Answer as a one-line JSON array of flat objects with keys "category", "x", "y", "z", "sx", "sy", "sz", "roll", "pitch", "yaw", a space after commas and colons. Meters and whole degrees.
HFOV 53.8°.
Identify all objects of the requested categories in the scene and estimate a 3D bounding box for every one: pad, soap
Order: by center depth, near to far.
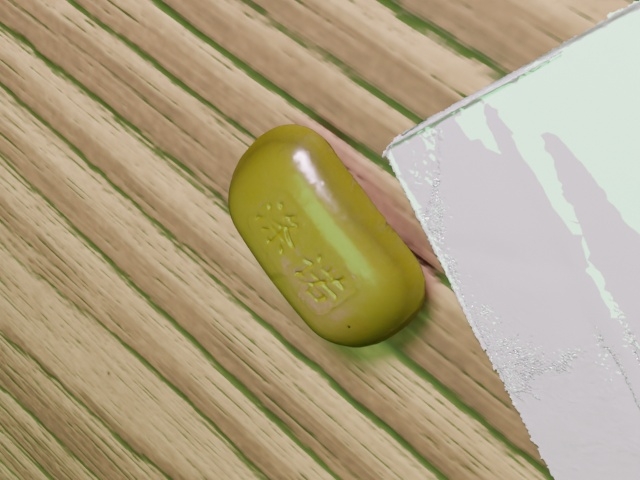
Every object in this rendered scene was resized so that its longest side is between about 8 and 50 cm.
[{"category": "pad", "x": 0.141, "y": 0.022, "z": 0.310, "sx": 0.156, "sy": 0.004, "sz": 0.232, "roll": -26, "pitch": 94, "yaw": 37}, {"category": "soap", "x": -0.001, "y": 0.000, "z": 0.369, "sx": 0.140, "sy": 0.045, "sz": 0.089, "roll": 53, "pitch": 131, "yaw": 4}]
